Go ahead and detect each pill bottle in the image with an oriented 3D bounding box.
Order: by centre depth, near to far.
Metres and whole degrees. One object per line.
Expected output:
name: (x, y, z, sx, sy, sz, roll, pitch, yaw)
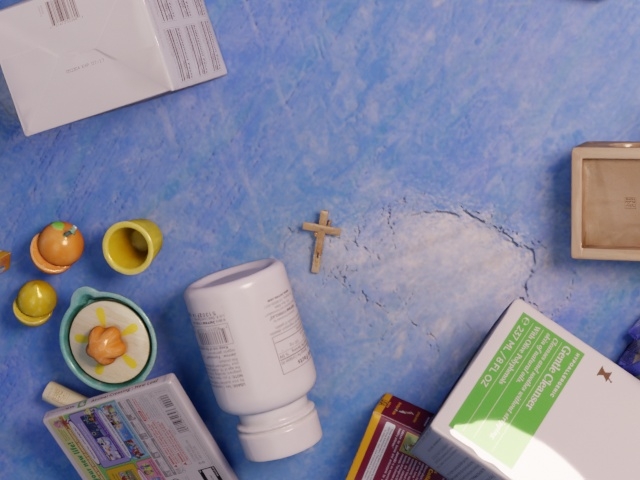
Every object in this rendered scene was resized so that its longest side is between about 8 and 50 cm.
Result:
pill bottle: (-0.077, 0.149, 1.688, 0.131, 0.131, 0.229, -14, 99, 17)

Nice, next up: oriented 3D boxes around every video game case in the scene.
video game case: (-0.229, 0.282, 1.781, 0.193, 0.023, 0.212, -18, 118, 18)

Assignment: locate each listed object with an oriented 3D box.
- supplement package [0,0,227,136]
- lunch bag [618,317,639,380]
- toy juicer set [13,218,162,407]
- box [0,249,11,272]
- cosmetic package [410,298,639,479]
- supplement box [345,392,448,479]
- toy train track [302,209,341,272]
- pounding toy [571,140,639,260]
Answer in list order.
supplement package: (-0.246, -0.230, 1.605, 0.194, 0.203, 0.149, -15, 98, 17)
lunch bag: (0.546, 0.114, 1.457, 0.327, 0.239, 0.385, 34, 137, 3)
toy juicer set: (-0.307, 0.128, 1.766, 0.209, 0.089, 0.329, 4, 104, 13)
box: (-0.488, 0.022, 1.792, 0.136, 0.081, 0.028, 11, 106, 12)
cosmetic package: (0.312, 0.259, 1.561, 0.365, 0.155, 0.197, 33, 70, 7)
supplement box: (0.140, 0.281, 1.689, 0.188, 0.081, 0.104, 24, 107, 8)
toy train track: (0.000, 0.000, 1.696, 0.048, 0.014, 0.083, 11, 111, 5)
pounding toy: (0.392, -0.072, 1.527, 0.206, 0.094, 0.181, 2, 99, 22)
